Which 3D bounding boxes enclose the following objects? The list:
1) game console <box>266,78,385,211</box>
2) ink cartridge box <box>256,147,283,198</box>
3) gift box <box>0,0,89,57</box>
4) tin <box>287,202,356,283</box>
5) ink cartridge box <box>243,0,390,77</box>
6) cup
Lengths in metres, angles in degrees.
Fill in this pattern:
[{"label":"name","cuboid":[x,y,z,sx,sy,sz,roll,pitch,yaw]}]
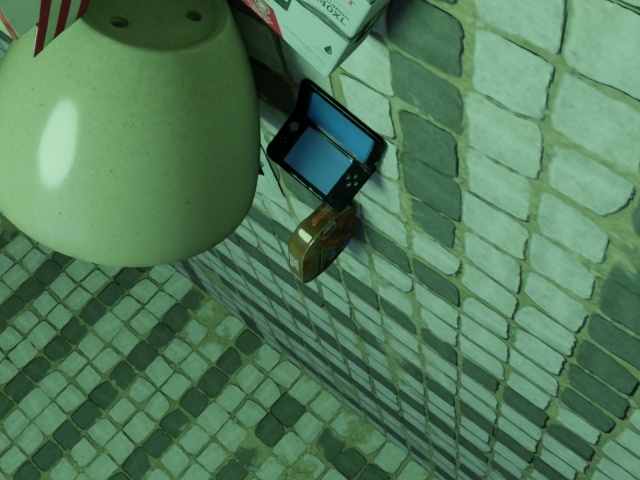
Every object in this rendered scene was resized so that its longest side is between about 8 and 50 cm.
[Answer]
[{"label":"game console","cuboid":[0.002,-0.107,0.936,0.122,0.107,0.071,41,-168,8]},{"label":"ink cartridge box","cuboid":[-0.167,-0.158,1.271,0.225,0.056,0.181,14,153,22]},{"label":"gift box","cuboid":[-0.284,-0.330,0.672,0.258,0.276,0.255,36,168,17]},{"label":"tin","cuboid":[0.000,0.000,1.146,0.040,0.106,0.189,39,163,12]},{"label":"ink cartridge box","cuboid":[0.001,-0.214,0.660,0.109,0.063,0.150,43,164,-2]},{"label":"cup","cuboid":[-0.205,-0.172,0.903,0.331,0.331,0.237,39,138,12]}]
